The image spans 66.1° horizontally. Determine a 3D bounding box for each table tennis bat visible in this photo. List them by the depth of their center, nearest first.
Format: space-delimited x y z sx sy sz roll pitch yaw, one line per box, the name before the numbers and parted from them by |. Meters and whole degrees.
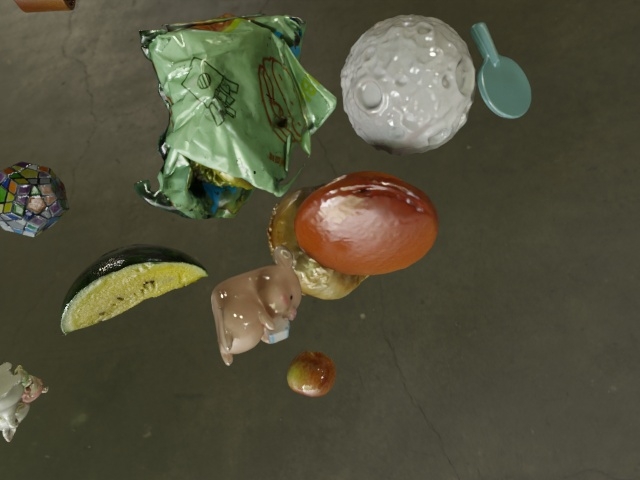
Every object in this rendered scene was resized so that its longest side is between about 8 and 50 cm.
table tennis bat | 0.422 -0.405 1.170 0.152 0.040 0.245 -26 91 -25

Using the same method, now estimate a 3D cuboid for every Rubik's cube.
Rubik's cube | -0.433 -0.061 0.729 0.111 0.111 0.093 -4 56 19

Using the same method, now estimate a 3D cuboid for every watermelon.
watermelon | -0.383 0.083 0.979 0.300 0.129 0.123 -24 24 -16

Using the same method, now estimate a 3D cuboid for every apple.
apple | -0.023 0.341 1.266 0.125 0.126 0.102 16 97 29

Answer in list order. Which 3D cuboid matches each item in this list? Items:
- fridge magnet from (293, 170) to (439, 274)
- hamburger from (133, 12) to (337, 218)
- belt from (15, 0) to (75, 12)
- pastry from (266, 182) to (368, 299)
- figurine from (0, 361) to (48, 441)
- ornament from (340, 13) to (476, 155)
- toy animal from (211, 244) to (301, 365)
fridge magnet | 0.113 -0.037 1.240 0.363 0.364 0.155 -10 51 15
hamburger | -0.089 -0.145 0.620 0.150 0.260 0.276 17 111 28
belt | -0.517 -0.555 0.884 0.105 0.262 0.184 -5 25 -8
pastry | 0.000 0.000 1.608 0.244 0.409 0.410 -16 52 38
figurine | -0.515 0.277 0.834 0.098 0.146 0.081 -19 50 -23
ornament | 0.226 -0.382 1.221 0.336 0.337 0.338 -10 56 15
toy animal | -0.158 0.166 1.256 0.256 0.195 0.213 -16 51 -24
